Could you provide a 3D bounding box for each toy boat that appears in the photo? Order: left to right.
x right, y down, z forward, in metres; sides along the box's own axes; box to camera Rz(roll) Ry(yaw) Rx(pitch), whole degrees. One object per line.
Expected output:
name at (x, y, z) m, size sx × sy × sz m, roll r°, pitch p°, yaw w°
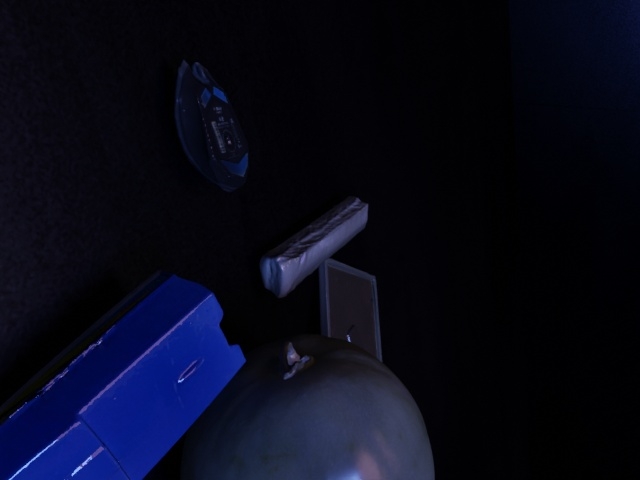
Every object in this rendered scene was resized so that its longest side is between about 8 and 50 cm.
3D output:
toy boat at (-0.191, 0.155, 0.434) m, size 0.295 × 0.088 × 0.129 m, roll -46°, pitch 133°, yaw -35°

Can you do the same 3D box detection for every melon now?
melon at (-0.011, 0.241, 0.584) m, size 0.272 × 0.272 × 0.307 m, roll 3°, pitch 92°, yaw -61°

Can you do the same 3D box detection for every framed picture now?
framed picture at (0.052, 0.164, 0.876) m, size 0.189 × 0.023 × 0.259 m, roll 22°, pitch 62°, yaw -59°

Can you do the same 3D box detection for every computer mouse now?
computer mouse at (-0.115, -0.111, 0.576) m, size 0.079 × 0.047 × 0.134 m, roll -45°, pitch 120°, yaw -66°

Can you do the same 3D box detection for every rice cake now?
rice cake at (0.000, 0.000, 0.786) m, size 0.256 × 0.052 × 0.057 m, roll -38°, pitch 127°, yaw -54°
